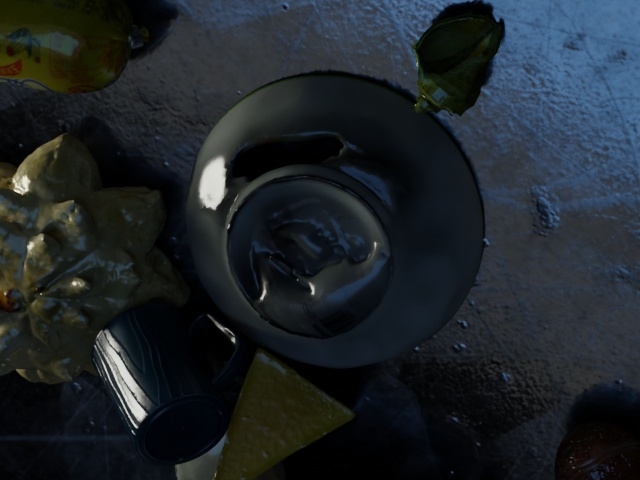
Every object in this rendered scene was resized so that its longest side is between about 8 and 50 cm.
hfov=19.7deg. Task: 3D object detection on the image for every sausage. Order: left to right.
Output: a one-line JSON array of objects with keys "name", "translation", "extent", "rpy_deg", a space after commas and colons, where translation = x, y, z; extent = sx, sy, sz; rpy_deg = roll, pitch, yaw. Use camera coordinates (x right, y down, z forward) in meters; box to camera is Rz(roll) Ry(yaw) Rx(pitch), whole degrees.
[{"name": "sausage", "translation": [-0.346, -0.227, 1.910], "extent": [0.347, 0.123, 0.123], "rpy_deg": [10, 113, 11]}]

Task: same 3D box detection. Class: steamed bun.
[{"name": "steamed bun", "translation": [-0.293, 0.033, 1.995], "extent": [0.295, 0.137, 0.292], "rpy_deg": [21, 114, 9]}]

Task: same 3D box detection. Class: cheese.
[{"name": "cheese", "translation": [-0.066, 0.217, 1.983], "extent": [0.126, 0.093, 0.171], "rpy_deg": [37, 83, -3]}]

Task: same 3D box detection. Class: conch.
[{"name": "conch", "translation": [0.129, -0.175, 1.824], "extent": [0.089, 0.074, 0.121], "rpy_deg": [35, 97, -38]}]

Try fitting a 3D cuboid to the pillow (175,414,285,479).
[{"name": "pillow", "translation": [-0.095, 0.300, 2.087], "extent": [0.128, 0.051, 0.229], "rpy_deg": [-5, 112, 8]}]

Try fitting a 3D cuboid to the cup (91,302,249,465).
[{"name": "cup", "translation": [-0.159, 0.141, 1.941], "extent": [0.113, 0.138, 0.150], "rpy_deg": [10, 123, -37]}]

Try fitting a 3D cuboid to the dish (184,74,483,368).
[{"name": "dish", "translation": [0.000, 0.000, 1.904], "extent": [0.324, 0.124, 0.324], "rpy_deg": [5, 112, 13]}]

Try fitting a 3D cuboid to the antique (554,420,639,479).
[{"name": "antique", "translation": [0.293, 0.236, 1.932], "extent": [0.104, 0.104, 0.104], "rpy_deg": [5, 112, 13]}]
